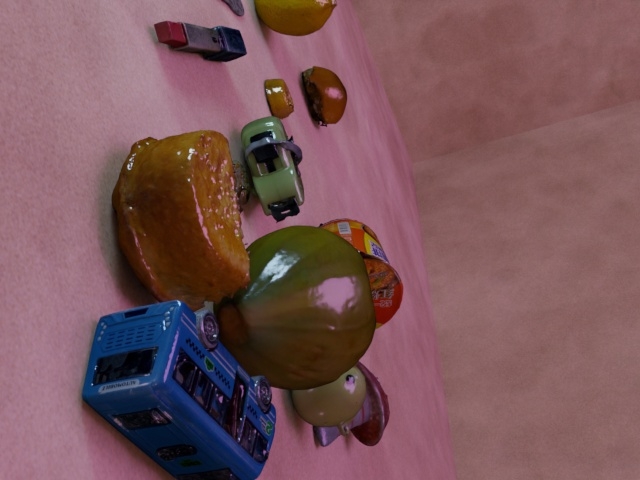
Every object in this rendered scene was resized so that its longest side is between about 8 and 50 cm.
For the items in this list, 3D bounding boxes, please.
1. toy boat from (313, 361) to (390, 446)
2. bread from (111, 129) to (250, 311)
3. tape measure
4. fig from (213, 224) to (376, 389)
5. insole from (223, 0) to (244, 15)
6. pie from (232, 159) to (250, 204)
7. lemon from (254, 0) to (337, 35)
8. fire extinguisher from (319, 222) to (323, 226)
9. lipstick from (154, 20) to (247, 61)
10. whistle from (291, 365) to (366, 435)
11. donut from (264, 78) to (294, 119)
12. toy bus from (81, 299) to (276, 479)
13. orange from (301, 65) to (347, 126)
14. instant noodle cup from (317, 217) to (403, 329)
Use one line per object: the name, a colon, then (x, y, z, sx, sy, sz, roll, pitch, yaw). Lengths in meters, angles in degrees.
toy boat: (0.043, 0.331, 1.527, 0.282, 0.096, 0.206, -6, 74, -63)
bread: (-0.169, -0.037, 0.912, 0.139, 0.143, 0.229, 41, 35, -67)
tape measure: (-0.082, -0.141, 1.407, 0.200, 0.106, 0.175, -85, 158, -76)
fig: (-0.048, 0.095, 1.094, 0.271, 0.239, 0.240, 7, 68, -58)
insole: (-0.194, -0.507, 1.570, 0.193, 0.006, 0.065, -8, 84, -75)
pie: (-0.143, -0.102, 1.331, 0.085, 0.017, 0.085, -14, 90, -75)
lemon: (-0.058, -0.566, 1.772, 0.178, 0.203, 0.178, 11, 90, -78)
fire extinguisher: (0.000, 0.000, 1.740, 0.132, 0.039, 0.056, -75, 156, -63)
lipstick: (-0.203, -0.336, 1.284, 0.312, 0.051, 0.051, -38, 114, -72)
whistle: (0.000, 0.199, 1.345, 0.141, 0.141, 0.294, 27, 49, -71)
donut: (-0.090, -0.321, 1.712, 0.108, 0.043, 0.097, -81, 153, -67)
toy bus: (-0.146, 0.180, 0.842, 0.134, 0.113, 0.246, -85, 155, -42)
orange: (0.016, -0.396, 2.074, 0.170, 0.112, 0.160, 73, 8, -61)
instant noodle cup: (0.055, 0.065, 1.582, 0.174, 0.213, 0.213, -98, 166, -55)
